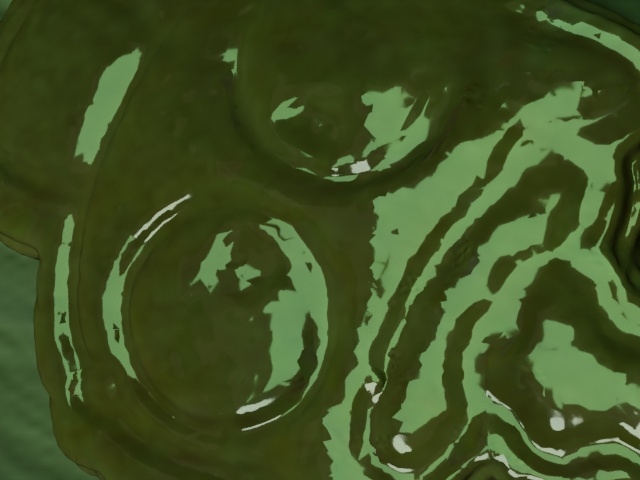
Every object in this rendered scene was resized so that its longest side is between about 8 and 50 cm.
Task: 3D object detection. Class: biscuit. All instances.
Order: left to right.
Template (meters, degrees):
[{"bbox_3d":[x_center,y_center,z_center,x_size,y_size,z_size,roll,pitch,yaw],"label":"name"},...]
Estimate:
[{"bbox_3d":[-0.002,-0.001,0.739,0.376,0.051,0.269,29,94,26],"label":"biscuit"}]
